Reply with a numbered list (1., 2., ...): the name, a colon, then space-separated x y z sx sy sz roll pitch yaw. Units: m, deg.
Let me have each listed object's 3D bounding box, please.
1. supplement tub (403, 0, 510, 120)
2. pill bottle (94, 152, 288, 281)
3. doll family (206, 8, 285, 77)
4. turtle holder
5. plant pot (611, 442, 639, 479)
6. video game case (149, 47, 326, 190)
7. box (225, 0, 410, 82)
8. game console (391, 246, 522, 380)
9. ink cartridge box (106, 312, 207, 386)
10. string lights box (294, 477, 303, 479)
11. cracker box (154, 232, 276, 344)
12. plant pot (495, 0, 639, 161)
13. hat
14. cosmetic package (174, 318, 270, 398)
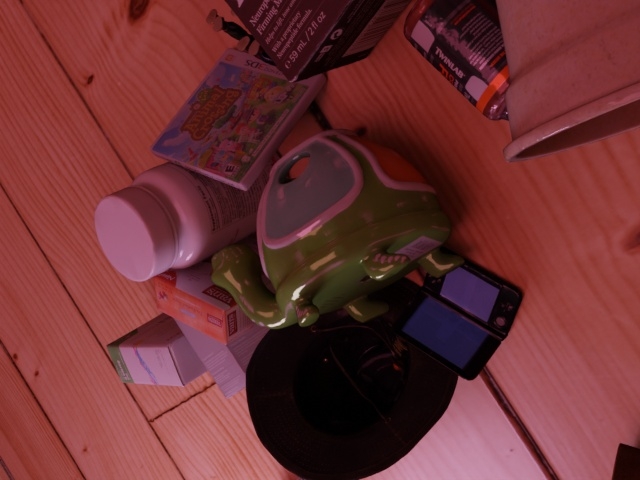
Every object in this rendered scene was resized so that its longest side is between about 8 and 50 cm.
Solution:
1. supplement tub: 0.197 -0.214 0.938 0.198 0.106 0.106 48 135 13
2. pill bottle: -0.195 -0.053 1.249 0.160 0.283 0.160 21 124 34
3. doll family: -0.068 -0.281 1.146 0.076 0.111 0.193 -51 59 10
4. turtle holder: 0.017 -0.006 1.118 0.320 0.243 0.227 -44 64 47
5. plant pot: 0.464 0.373 0.956 0.230 0.215 0.215 7 117 25
6. video game case: -0.123 -0.185 1.185 0.193 0.212 0.023 22 159 33
7. box: -0.007 -0.339 1.010 0.203 0.167 0.168 52 136 8
8. game console: 0.188 0.099 1.126 0.144 0.085 0.124 31 130 26
9. ink cartridge box: -0.285 0.207 1.561 0.212 0.154 0.093 -10 105 44
10. string lights box: 0.019 0.579 1.539 0.259 0.077 0.133 45 136 15
11. cracker box: -0.127 0.063 1.285 0.156 0.232 0.067 21 125 33
12. plant pot: 0.279 -0.268 0.716 0.334 0.334 0.305 -21 85 46
13. hat: 0.057 0.215 1.231 0.331 0.331 0.134 29 167 28
14. cosmetic package: -0.171 0.145 1.448 0.238 0.127 0.107 55 136 7
